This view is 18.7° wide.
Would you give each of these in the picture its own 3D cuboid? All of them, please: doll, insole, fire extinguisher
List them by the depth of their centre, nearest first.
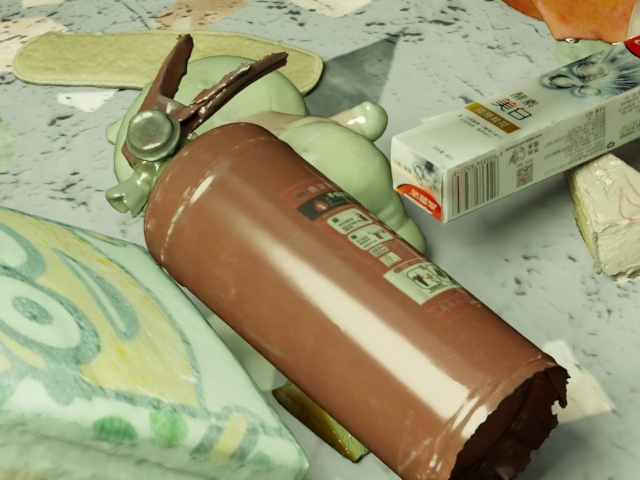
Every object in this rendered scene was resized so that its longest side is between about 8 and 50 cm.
[{"bbox_3d":[0.000,0.000,1.112,0.147,0.106,0.337,-42,63,-15],"label":"fire extinguisher"},{"bbox_3d":[-0.044,-0.055,1.273,0.155,0.113,0.275,-36,48,-22],"label":"doll"},{"bbox_3d":[-0.116,-0.134,1.453,0.248,0.011,0.081,5,44,17],"label":"insole"}]

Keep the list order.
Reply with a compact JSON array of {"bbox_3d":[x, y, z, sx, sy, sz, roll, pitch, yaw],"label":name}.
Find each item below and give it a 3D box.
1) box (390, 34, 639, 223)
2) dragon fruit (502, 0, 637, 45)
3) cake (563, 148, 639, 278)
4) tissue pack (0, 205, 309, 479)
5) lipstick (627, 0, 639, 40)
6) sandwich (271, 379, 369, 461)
[{"bbox_3d":[0.145,-0.074,1.228,0.218,0.039,0.055,-24,39,-29],"label":"box"},{"bbox_3d":[0.231,-0.307,1.413,0.305,0.225,0.305,-8,42,7],"label":"dragon fruit"},{"bbox_3d":[0.185,-0.032,1.247,0.065,0.052,0.121,-18,40,-3],"label":"cake"},{"bbox_3d":[-0.187,0.070,1.032,0.228,0.311,0.128,46,111,44],"label":"tissue pack"},{"bbox_3d":[0.335,-0.119,1.294,0.254,0.070,0.070,6,44,19],"label":"lipstick"},{"bbox_3d":[0.001,0.092,1.154,0.031,0.044,0.083,-33,48,-29],"label":"sandwich"}]
